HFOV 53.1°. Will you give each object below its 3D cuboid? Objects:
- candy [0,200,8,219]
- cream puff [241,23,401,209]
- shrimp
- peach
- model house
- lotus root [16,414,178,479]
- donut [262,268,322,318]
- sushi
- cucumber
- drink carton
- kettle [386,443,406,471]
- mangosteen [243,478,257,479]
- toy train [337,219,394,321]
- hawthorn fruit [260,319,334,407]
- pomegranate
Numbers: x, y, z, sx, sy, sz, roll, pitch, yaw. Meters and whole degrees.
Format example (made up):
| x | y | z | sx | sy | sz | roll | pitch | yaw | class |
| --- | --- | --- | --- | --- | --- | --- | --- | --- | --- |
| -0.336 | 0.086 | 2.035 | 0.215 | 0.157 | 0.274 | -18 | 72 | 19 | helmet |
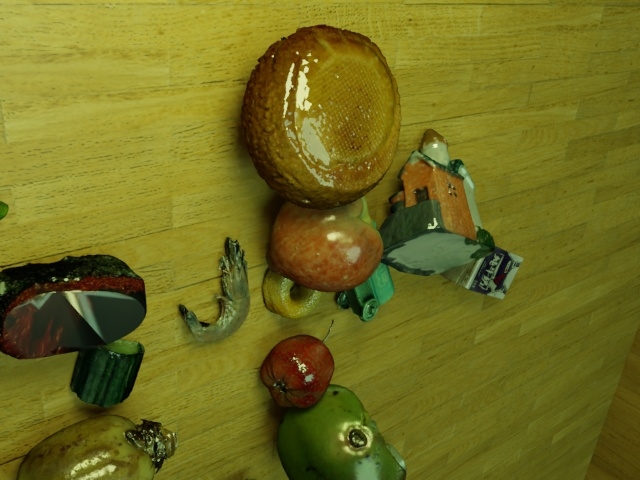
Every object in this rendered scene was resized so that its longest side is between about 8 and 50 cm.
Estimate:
| x | y | z | sx | sy | sz | roll | pitch | yaw | class |
| --- | --- | --- | --- | --- | --- | --- | --- | --- | --- |
| -0.539 | 0.036 | 0.862 | 0.149 | 0.069 | 0.246 | 19 | 95 | -51 | candy |
| -0.008 | -0.201 | 1.088 | 0.303 | 0.212 | 0.302 | -3 | 94 | -38 | cream puff |
| -0.199 | 0.099 | 1.220 | 0.152 | 0.046 | 0.219 | -18 | 125 | -38 | shrimp |
| 0.000 | 0.000 | 1.239 | 0.233 | 0.232 | 0.232 | -21 | 126 | -32 | peach |
| 0.234 | -0.097 | 1.420 | 0.272 | 0.190 | 0.300 | 16 | 62 | -45 | model house |
| -0.409 | 0.401 | 1.115 | 0.314 | 0.169 | 0.141 | -12 | 144 | -35 | lotus root |
| -0.051 | 0.097 | 1.343 | 0.152 | 0.058 | 0.151 | -19 | 122 | -33 | donut |
| -0.391 | 0.098 | 0.995 | 0.225 | 0.126 | 0.136 | -7 | 118 | -33 | sushi |
| -0.368 | 0.229 | 1.132 | 0.117 | 0.062 | 0.115 | 8 | 111 | -43 | cucumber |
| 0.439 | 0.069 | 1.737 | 0.222 | 0.102 | 0.134 | 17 | 99 | -47 | drink carton |
| 0.153 | 0.662 | 1.834 | 0.148 | 0.127 | 0.098 | -27 | 97 | -25 | kettle |
| -0.180 | 0.638 | 1.471 | 0.166 | 0.166 | 0.180 | -35 | 106 | -23 | mangosteen |
| 0.098 | 0.067 | 1.436 | 0.159 | 0.101 | 0.248 | -45 | 135 | -26 | toy train |
| -0.031 | 0.270 | 1.411 | 0.203 | 0.163 | 0.162 | -33 | 134 | -47 | hawthorn fruit |
| 0.016 | 0.506 | 1.479 | 0.216 | 0.309 | 0.358 | -35 | 168 | -33 | pomegranate |
